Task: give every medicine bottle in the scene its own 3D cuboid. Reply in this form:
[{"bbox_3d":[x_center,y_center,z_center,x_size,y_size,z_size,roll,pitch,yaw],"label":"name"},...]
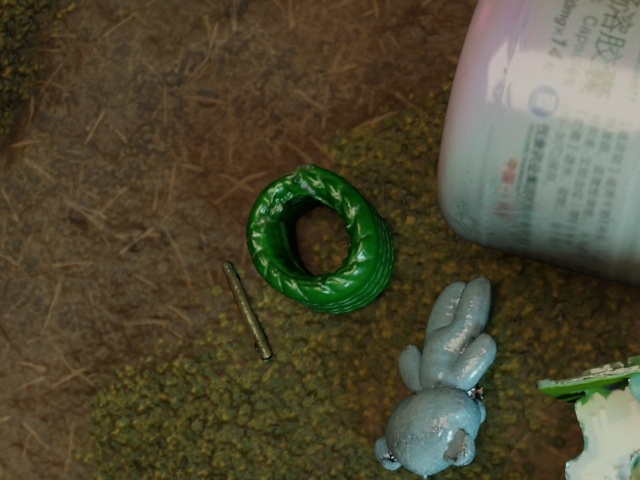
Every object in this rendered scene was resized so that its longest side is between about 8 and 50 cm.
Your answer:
[{"bbox_3d":[0.275,-0.086,1.278,0.325,0.256,0.256,16,83,15],"label":"medicine bottle"}]

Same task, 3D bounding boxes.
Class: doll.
[{"bbox_3d":[0.115,0.123,1.396,0.120,0.075,0.180,-15,44,55],"label":"doll"}]

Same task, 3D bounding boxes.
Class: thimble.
[{"bbox_3d":[0.000,0.000,1.446,0.118,0.090,0.130,-19,71,16],"label":"thimble"}]

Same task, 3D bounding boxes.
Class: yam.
[{"bbox_3d":[-0.068,0.065,1.496,0.014,0.014,0.107,-29,70,11],"label":"yam"}]

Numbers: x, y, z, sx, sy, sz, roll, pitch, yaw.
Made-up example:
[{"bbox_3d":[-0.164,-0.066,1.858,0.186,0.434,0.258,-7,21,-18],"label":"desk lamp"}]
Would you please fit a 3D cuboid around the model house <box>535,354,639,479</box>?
[{"bbox_3d":[0.347,0.215,1.190,0.357,0.242,0.313,-12,77,11],"label":"model house"}]
